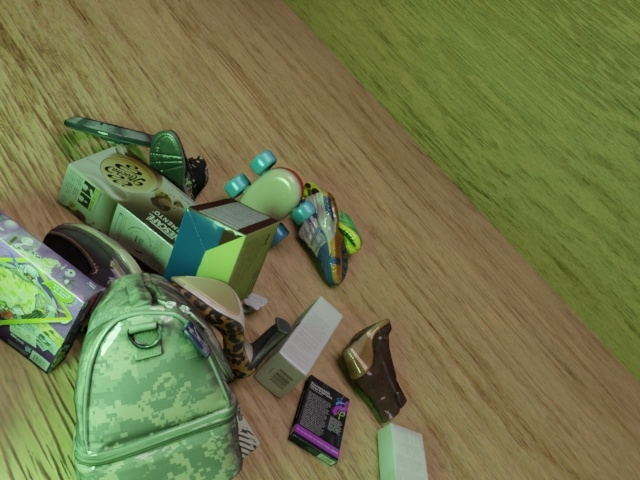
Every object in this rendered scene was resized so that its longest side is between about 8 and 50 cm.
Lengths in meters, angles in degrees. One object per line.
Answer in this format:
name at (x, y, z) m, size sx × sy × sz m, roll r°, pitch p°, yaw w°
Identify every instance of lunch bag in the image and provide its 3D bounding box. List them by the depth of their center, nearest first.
lunch bag at (-0.245, 0.189, 0.646) m, size 0.212 × 0.305 × 0.256 m, roll -11°, pitch 101°, yaw -24°

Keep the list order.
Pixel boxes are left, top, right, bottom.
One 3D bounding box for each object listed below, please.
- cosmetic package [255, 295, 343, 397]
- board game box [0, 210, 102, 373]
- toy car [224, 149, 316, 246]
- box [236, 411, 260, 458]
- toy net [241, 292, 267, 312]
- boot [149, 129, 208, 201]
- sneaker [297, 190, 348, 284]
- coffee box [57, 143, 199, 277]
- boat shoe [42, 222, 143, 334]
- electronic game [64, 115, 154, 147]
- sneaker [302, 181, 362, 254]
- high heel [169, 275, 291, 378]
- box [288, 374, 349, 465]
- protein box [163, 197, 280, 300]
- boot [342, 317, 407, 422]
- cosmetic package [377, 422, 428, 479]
cosmetic package at (-0.045, 0.241, 1.043) m, size 0.085 × 0.117 × 0.231 m, roll 42°, pitch 33°, yaw -1°
board game box at (-0.529, 0.042, 0.709) m, size 0.346 × 0.208 × 0.056 m, roll 39°, pitch 34°, yaw -3°
toy car at (-0.122, -0.138, 1.339) m, size 0.219 × 0.210 × 0.238 m, roll 51°, pitch 21°, yaw -3°
box at (-0.235, 0.376, 0.709) m, size 0.094 × 0.113 × 0.275 m, roll 52°, pitch 37°, yaw 14°
toy net at (-0.233, 0.142, 1.042) m, size 0.232 × 0.045 × 0.122 m, roll 8°, pitch 21°, yaw -43°
boot at (-0.357, -0.193, 1.155) m, size 0.085 × 0.237 × 0.179 m, roll 1°, pitch 34°, yaw 5°
sneaker at (0.000, 0.000, 1.385) m, size 0.112 × 0.130 × 0.297 m, roll 31°, pitch 47°, yaw -63°
coffee box at (-0.410, -0.066, 1.026) m, size 0.297 × 0.119 × 0.168 m, roll 39°, pitch 33°, yaw -1°
boat shoe at (-0.396, 0.110, 0.832) m, size 0.355 × 0.132 × 0.130 m, roll 43°, pitch 35°, yaw 3°
electronic game at (-0.516, -0.267, 1.128) m, size 0.229 × 0.048 × 0.229 m, roll 15°, pitch 8°, yaw -2°
sneaker at (0.029, -0.069, 1.498) m, size 0.296 × 0.109 × 0.123 m, roll 52°, pitch 17°, yaw 14°
high heel at (-0.209, 0.180, 0.862) m, size 0.261 × 0.186 × 0.093 m, roll 34°, pitch 23°, yaw -26°
box at (0.001, 0.394, 0.994) m, size 0.116 × 0.029 × 0.162 m, roll 36°, pitch 35°, yaw -9°
protein box at (-0.213, 0.031, 0.973) m, size 0.135 × 0.200 × 0.201 m, roll 26°, pitch 16°, yaw 9°
boot at (0.164, 0.337, 1.195) m, size 0.207 × 0.090 × 0.248 m, roll 59°, pitch 34°, yaw 4°
cosmetic package at (0.185, 0.538, 0.982) m, size 0.098 × 0.060 × 0.239 m, roll 26°, pitch 37°, yaw -18°
